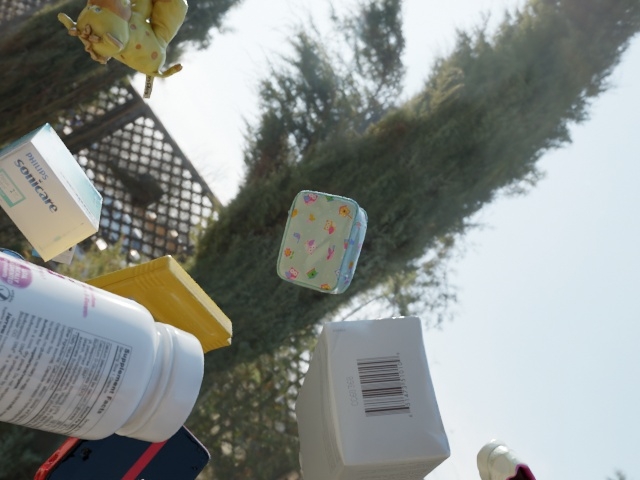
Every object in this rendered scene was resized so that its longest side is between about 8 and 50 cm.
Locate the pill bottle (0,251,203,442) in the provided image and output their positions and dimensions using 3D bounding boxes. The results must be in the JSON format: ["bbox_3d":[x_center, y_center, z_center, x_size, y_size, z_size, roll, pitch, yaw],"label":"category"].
[{"bbox_3d":[-0.281,0.123,0.696,0.283,0.160,0.160,29,7,-36],"label":"pill bottle"}]

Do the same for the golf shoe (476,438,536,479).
[{"bbox_3d":[0.480,0.637,1.556,0.306,0.115,0.140,66,-19,-11],"label":"golf shoe"}]

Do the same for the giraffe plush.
[{"bbox_3d":[-0.351,-0.368,1.115,0.170,0.181,0.210,2,83,-64],"label":"giraffe plush"}]

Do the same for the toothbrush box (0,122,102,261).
[{"bbox_3d":[-0.580,-0.112,1.363,0.216,0.126,0.295,60,-7,-24],"label":"toothbrush box"}]

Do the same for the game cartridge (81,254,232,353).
[{"bbox_3d":[-0.368,0.166,1.259,0.285,0.324,0.052,59,19,-48],"label":"game cartridge"}]

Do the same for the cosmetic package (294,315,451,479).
[{"bbox_3d":[0.061,0.301,1.040,0.385,0.156,0.217,104,-19,-58],"label":"cosmetic package"}]

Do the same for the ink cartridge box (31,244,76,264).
[{"bbox_3d":[-0.717,-0.035,1.774,0.104,0.180,0.060,17,16,-22],"label":"ink cartridge box"}]

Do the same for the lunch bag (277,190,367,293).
[{"bbox_3d":[0.000,0.000,1.820,0.224,0.279,0.108,13,-6,26],"label":"lunch bag"}]

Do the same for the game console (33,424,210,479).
[{"bbox_3d":[-0.517,0.611,1.709,0.060,0.386,0.342,-14,-62,49],"label":"game console"}]

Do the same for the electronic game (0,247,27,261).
[{"bbox_3d":[-0.803,0.094,1.506,0.229,0.229,0.048,47,-35,38],"label":"electronic game"}]
